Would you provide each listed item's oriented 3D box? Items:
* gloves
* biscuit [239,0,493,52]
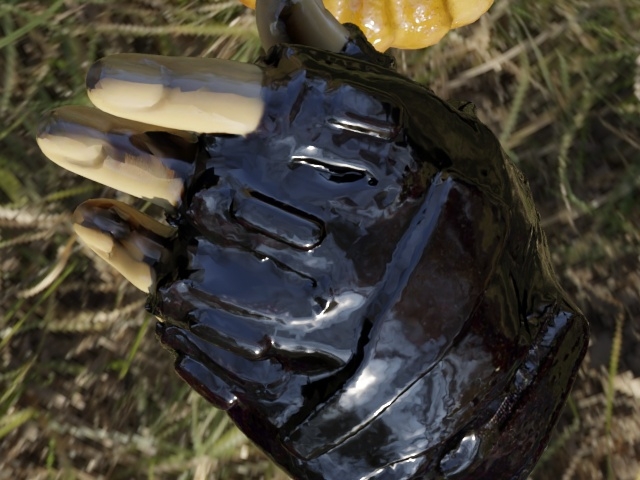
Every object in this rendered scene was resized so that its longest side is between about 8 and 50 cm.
[{"bbox_3d":[0.000,0.000,0.539,0.124,0.203,0.164,-2,70,36],"label":"gloves"},{"bbox_3d":[0.031,-0.311,1.319,0.326,0.107,0.325,7,69,-18],"label":"biscuit"}]
